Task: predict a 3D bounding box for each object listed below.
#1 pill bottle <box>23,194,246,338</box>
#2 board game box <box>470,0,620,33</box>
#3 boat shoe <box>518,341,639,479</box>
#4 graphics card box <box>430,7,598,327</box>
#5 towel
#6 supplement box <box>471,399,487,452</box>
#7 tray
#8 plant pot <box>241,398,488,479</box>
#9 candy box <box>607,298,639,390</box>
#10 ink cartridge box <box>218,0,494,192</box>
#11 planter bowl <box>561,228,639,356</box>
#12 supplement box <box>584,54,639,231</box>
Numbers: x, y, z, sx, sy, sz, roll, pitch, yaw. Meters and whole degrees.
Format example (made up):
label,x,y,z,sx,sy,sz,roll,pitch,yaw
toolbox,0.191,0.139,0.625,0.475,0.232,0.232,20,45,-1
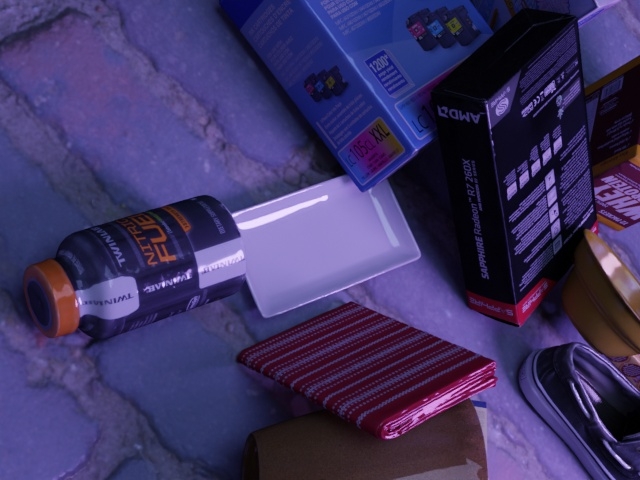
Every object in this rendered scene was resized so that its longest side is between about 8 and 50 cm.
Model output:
label,x,y,z,sx,sy,sz,roll,pitch,yaw
pill bottle,-0.219,0.037,1.504,0.246,0.130,0.130,-19,83,-33
board game box,0.236,-0.402,1.806,0.066,0.318,0.318,-25,87,-34
boat shoe,0.423,0.272,1.792,0.335,0.119,0.121,40,58,-11
graphics card box,0.272,-0.097,1.737,0.233,0.094,0.371,-43,136,-33
towel,0.055,0.154,1.558,0.199,0.275,0.031,-22,118,-34
supplement box,0.172,0.255,1.676,0.056,0.083,0.083,12,68,-26
tray,0.000,0.000,1.702,0.270,0.030,0.145,-20,84,-33
plant pot,0.040,0.289,1.523,0.254,0.237,0.237,4,70,-14
candy box,0.500,0.169,1.913,0.187,0.053,0.109,44,59,-8
ink cartridge box,0.053,-0.302,1.755,0.270,0.151,0.395,-36,88,-38
planter bowl,0.401,0.096,1.795,0.217,0.090,0.217,44,19,-20
supplement box,0.472,-0.147,1.925,0.129,0.191,0.194,26,63,-19
